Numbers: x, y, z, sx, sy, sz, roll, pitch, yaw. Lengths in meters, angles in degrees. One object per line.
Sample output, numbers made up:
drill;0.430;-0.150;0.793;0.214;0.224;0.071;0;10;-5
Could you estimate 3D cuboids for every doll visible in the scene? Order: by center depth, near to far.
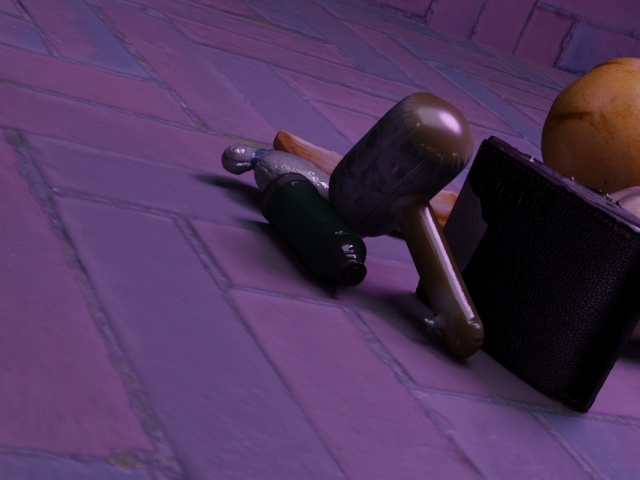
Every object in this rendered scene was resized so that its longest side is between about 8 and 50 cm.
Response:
doll;-0.025;-0.068;1.644;0.214;0.071;0.103;27;19;-1

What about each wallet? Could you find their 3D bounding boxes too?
wallet;0.244;0.034;1.460;0.262;0.220;0.071;36;27;32

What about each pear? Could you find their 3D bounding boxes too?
pear;0.549;-0.172;2.294;0.314;0.314;0.314;21;18;-7

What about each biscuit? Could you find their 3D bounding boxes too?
biscuit;0.080;-0.065;1.816;0.309;0.040;0.204;19;18;-13

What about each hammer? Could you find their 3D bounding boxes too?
hammer;0.118;-0.003;1.478;0.113;0.202;0.305;1;60;-33

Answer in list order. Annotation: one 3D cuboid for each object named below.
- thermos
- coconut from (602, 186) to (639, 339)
thermos;-0.003;-0.002;1.506;0.073;0.083;0.187;-10;33;-23
coconut;0.416;0.029;1.707;0.224;0.224;0.224;21;18;-7
